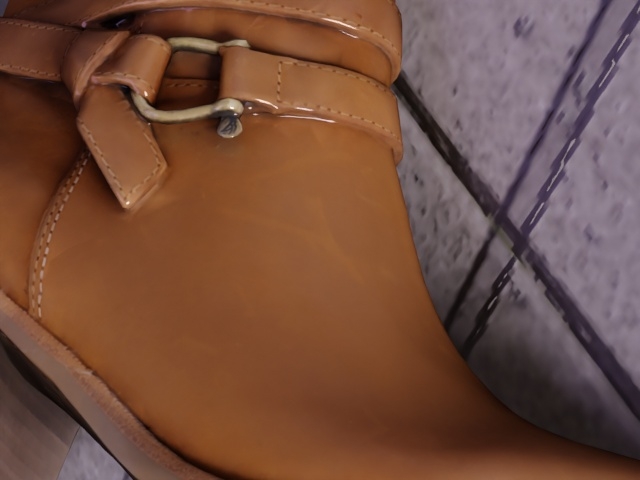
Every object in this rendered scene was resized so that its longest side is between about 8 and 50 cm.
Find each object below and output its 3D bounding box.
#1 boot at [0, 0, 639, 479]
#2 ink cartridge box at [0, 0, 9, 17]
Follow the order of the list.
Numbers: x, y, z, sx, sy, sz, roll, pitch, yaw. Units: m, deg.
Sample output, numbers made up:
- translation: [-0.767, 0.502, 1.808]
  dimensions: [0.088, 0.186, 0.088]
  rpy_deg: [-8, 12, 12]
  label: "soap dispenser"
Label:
- translation: [0.000, 0.000, 0.447]
  dimensions: [0.283, 0.109, 0.220]
  rpy_deg: [5, 59, 24]
  label: "boot"
- translation: [-0.248, 0.012, 0.690]
  dimensions: [0.384, 0.160, 0.279]
  rpy_deg: [-44, 58, 40]
  label: "ink cartridge box"
